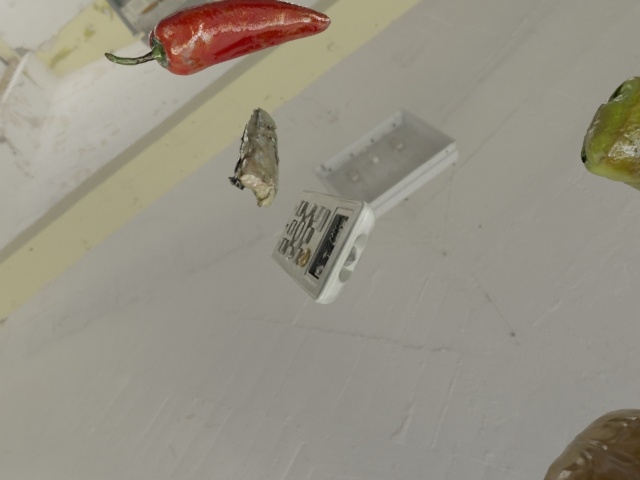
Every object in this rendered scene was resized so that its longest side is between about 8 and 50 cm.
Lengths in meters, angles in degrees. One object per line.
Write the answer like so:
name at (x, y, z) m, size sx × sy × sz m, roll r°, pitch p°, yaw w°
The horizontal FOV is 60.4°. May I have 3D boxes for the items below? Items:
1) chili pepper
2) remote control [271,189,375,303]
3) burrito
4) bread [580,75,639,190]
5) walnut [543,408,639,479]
chili pepper at (-0.113, -0.241, 0.641) m, size 0.272 × 0.071 × 0.063 m, roll -22°, pitch -162°, yaw -22°
remote control at (0.000, 0.000, 0.680) m, size 0.109 × 0.055 × 0.313 m, roll -63°, pitch -164°, yaw 1°
burrito at (-0.066, -0.093, 0.594) m, size 0.042 × 0.051 × 0.171 m, roll -29°, pitch -149°, yaw 13°
bread at (0.608, -0.134, 0.902) m, size 0.166 × 0.383 × 0.112 m, roll -67°, pitch -158°, yaw 17°
walnut at (0.532, 0.442, 0.803) m, size 0.354 × 0.308 × 0.398 m, roll -53°, pitch -138°, yaw -3°
